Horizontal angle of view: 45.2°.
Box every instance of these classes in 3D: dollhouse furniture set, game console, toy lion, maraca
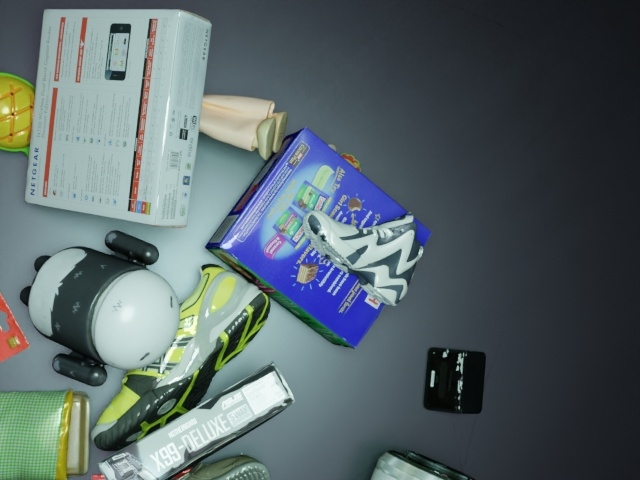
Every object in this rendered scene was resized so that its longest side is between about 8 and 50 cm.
[{"bbox_3d":[-0.487,0.401,1.266,0.198,0.151,0.301,1,85,-13],"label":"dollhouse furniture set"},{"bbox_3d":[0.266,0.276,1.518,0.107,0.071,0.122,4,83,18],"label":"game console"},{"bbox_3d":[0.026,-0.132,1.491,0.096,0.034,0.100,43,78,-14],"label":"toy lion"},{"bbox_3d":[-0.527,-0.212,1.342,0.186,0.099,0.127,37,85,-33],"label":"maraca"}]

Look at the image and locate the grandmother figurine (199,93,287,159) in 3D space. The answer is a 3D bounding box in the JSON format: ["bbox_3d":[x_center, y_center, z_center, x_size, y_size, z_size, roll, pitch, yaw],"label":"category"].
[{"bbox_3d":[-0.235,-0.233,1.363,0.342,0.208,0.104,16,103,8],"label":"grandmother figurine"}]

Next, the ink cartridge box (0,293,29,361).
[{"bbox_3d":[-0.616,0.167,1.314,0.179,0.045,0.145,-28,92,-11],"label":"ink cartridge box"}]

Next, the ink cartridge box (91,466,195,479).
[{"bbox_3d":[-0.255,0.539,1.351,0.296,0.066,0.261,-1,86,-13],"label":"ink cartridge box"}]

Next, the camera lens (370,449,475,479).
[{"bbox_3d":[0.166,0.529,1.367,0.219,0.219,0.274,25,80,-9],"label":"camera lens"}]

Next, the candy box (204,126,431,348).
[{"bbox_3d":[0.000,0.000,1.405,0.317,0.122,0.268,39,77,-16],"label":"candy box"}]

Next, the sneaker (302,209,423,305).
[{"bbox_3d":[0.088,-0.011,1.324,0.235,0.094,0.153,40,75,-17],"label":"sneaker"}]

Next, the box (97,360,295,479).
[{"bbox_3d":[-0.200,0.324,1.281,0.307,0.242,0.076,-28,80,-15],"label":"box"}]

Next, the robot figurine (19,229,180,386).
[{"bbox_3d":[-0.363,0.109,1.277,0.173,0.278,0.209,-32,131,-51],"label":"robot figurine"}]

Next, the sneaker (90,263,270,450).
[{"bbox_3d":[-0.262,0.208,1.361,0.147,0.145,0.384,40,77,20],"label":"sneaker"}]

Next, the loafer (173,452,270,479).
[{"bbox_3d":[-0.211,0.446,1.339,0.251,0.087,0.094,-18,104,-12],"label":"loafer"}]

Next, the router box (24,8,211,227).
[{"bbox_3d":[-0.341,-0.208,1.271,0.301,0.082,0.335,10,95,29],"label":"router box"}]
